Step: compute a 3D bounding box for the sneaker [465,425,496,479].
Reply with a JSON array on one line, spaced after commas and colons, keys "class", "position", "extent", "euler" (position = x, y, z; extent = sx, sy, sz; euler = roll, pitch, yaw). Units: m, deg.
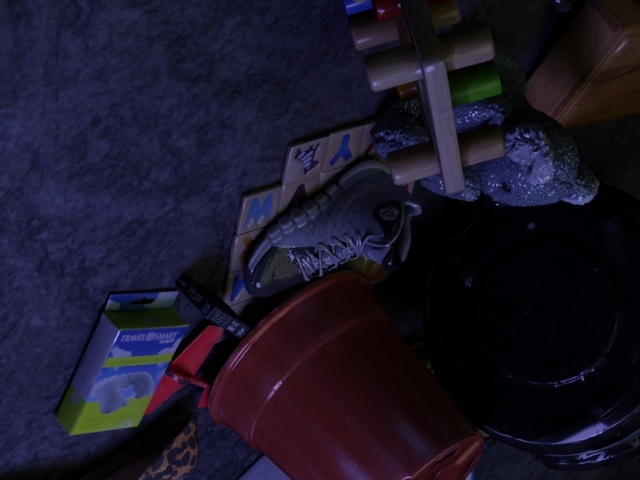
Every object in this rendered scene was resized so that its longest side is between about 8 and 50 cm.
[{"class": "sneaker", "position": [0.253, 0.338, 2.500], "extent": [0.085, 0.058, 0.152], "euler": [-31, 138, -8]}]

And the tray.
[{"class": "tray", "position": [0.465, -0.257, 2.052], "extent": [0.411, 0.076, 0.203], "euler": [-14, 151, -38]}]

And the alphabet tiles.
[{"class": "alphabet tiles", "position": [0.000, 0.000, 1.912], "extent": [0.285, 0.011, 0.342], "euler": [-19, 138, -36]}]

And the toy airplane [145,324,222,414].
[{"class": "toy airplane", "position": [-0.160, 0.171, 1.893], "extent": [0.151, 0.028, 0.151], "euler": [-29, 148, -20]}]

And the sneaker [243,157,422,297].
[{"class": "sneaker", "position": [0.025, 0.009, 1.818], "extent": [0.229, 0.132, 0.086], "euler": [-42, 146, -8]}]

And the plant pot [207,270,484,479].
[{"class": "plant pot", "position": [0.047, 0.225, 1.930], "extent": [0.272, 0.265, 0.272], "euler": [-36, 155, -20]}]

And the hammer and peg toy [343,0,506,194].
[{"class": "hammer and peg toy", "position": [0.089, -0.240, 1.529], "extent": [0.127, 0.265, 0.361], "euler": [-15, 150, 2]}]

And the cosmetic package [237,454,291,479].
[{"class": "cosmetic package", "position": [-0.037, 0.342, 2.164], "extent": [0.231, 0.085, 0.117], "euler": [-42, 147, -3]}]

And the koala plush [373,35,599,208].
[{"class": "koala plush", "position": [0.220, -0.120, 1.828], "extent": [0.203, 0.221, 0.196], "euler": [-56, 146, 4]}]

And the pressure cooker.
[{"class": "pressure cooker", "position": [0.373, 0.111, 2.095], "extent": [0.375, 0.370, 0.420], "euler": [-54, 157, 10]}]

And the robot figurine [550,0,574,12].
[{"class": "robot figurine", "position": [0.208, -0.354, 1.625], "extent": [0.085, 0.211, 0.291], "euler": [-13, 171, 19]}]

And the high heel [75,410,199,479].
[{"class": "high heel", "position": [-0.262, 0.277, 1.860], "extent": [0.261, 0.093, 0.186], "euler": [17, 101, -52]}]

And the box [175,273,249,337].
[{"class": "box", "position": [-0.126, 0.077, 1.801], "extent": [0.018, 0.067, 0.083], "euler": [-48, 147, 3]}]

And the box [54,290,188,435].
[{"class": "box", "position": [-0.227, 0.142, 1.782], "extent": [0.109, 0.042, 0.178], "euler": [-1, 127, -48]}]

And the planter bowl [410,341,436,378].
[{"class": "planter bowl", "position": [0.156, 0.262, 2.209], "extent": [0.217, 0.090, 0.217], "euler": [-48, 147, -47]}]
